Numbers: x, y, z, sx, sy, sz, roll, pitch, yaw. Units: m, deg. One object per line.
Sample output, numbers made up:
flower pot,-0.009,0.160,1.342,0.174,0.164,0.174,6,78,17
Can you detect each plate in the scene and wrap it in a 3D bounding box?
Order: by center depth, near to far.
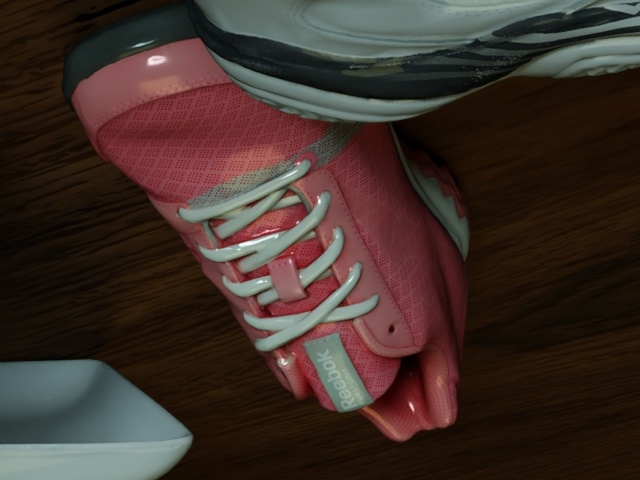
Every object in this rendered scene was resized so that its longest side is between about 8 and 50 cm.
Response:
plate,-0.221,0.097,0.928,0.277,0.045,0.278,-2,-176,-15

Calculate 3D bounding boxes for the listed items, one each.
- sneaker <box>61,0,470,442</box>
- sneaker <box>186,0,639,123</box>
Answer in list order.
sneaker,0.001,0.000,0.841,0.116,0.136,0.314,-19,152,19
sneaker,0.093,-0.147,0.563,0.366,0.137,0.210,-15,157,20
